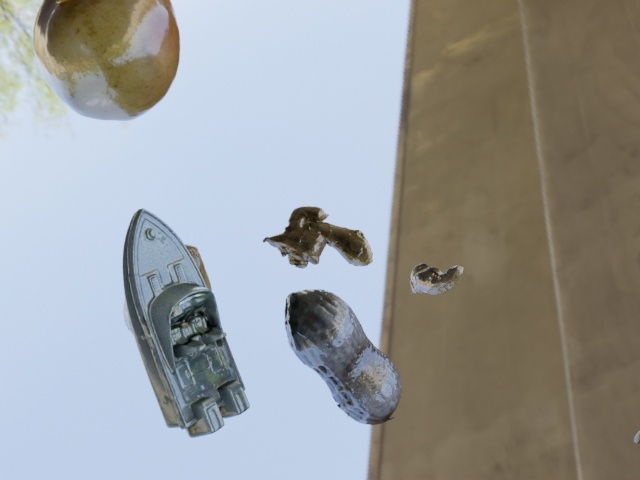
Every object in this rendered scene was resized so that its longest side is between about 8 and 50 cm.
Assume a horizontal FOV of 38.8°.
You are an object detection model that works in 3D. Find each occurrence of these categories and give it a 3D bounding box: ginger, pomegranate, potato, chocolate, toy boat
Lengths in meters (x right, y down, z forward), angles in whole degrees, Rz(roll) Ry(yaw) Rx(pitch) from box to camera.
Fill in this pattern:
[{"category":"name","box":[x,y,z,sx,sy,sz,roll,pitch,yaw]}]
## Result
[{"category":"ginger","box":[0.002,0.011,1.872,0.133,0.214,0.059,-58,177,-12]},{"category":"pomegranate","box":[-0.417,-0.395,1.768,0.319,0.319,0.319,-23,-145,17]},{"category":"potato","box":[-0.283,0.082,1.980,0.080,0.170,0.107,-11,-136,4]},{"category":"ginger","box":[0.231,0.080,1.845,0.069,0.051,0.173,-47,-160,-15]},{"category":"chocolate","box":[0.034,0.169,1.323,0.110,0.248,0.110,-33,-156,16]},{"category":"toy boat","box":[-0.196,0.107,1.259,0.092,0.319,0.141,-17,-175,33]}]

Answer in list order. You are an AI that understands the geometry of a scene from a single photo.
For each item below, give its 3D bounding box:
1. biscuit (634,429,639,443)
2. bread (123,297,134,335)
[{"category":"biscuit","box":[0.543,0.270,1.429,0.071,0.147,0.018,-16,-126,-45]},{"category":"bread","box":[-0.273,0.135,1.637,0.134,0.148,0.141,-5,-164,-29]}]
